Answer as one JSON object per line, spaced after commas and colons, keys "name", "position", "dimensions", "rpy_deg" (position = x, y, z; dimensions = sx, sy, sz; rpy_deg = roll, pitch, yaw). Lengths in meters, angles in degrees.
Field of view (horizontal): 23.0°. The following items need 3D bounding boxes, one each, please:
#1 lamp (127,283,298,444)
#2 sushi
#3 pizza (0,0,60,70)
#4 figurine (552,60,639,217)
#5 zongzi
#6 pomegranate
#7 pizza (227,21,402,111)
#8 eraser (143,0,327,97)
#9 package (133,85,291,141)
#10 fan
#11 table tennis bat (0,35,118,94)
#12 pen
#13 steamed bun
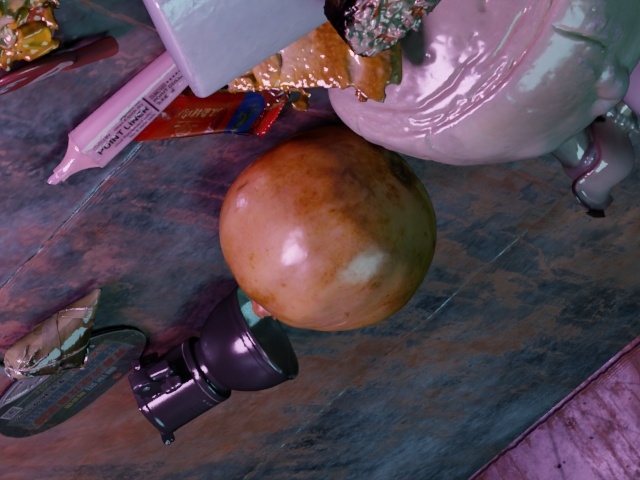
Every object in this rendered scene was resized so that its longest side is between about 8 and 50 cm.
{"name": "lamp", "position": [-0.165, 0.175, 2.091], "dimensions": [0.227, 0.147, 0.172], "rpy_deg": [-32, 158, 12]}
{"name": "sushi", "position": [0.066, -0.239, 1.418], "dimensions": [0.150, 0.078, 0.090], "rpy_deg": [-47, 147, 22]}
{"name": "pizza", "position": [-0.277, -0.186, 1.341], "dimensions": [0.182, 0.062, 0.161], "rpy_deg": [-46, 160, 21]}
{"name": "figurine", "position": [0.454, -0.213, 2.064], "dimensions": [0.361, 0.211, 0.253], "rpy_deg": [-41, 167, 30]}
{"name": "zongzi", "position": [-0.317, 0.108, 1.855], "dimensions": [0.109, 0.055, 0.119], "rpy_deg": [-11, 135, -40]}
{"name": "pomegranate", "position": [0.000, 0.000, 1.848], "dimensions": [0.270, 0.229, 0.252], "rpy_deg": [-41, 155, 28]}
{"name": "pizza", "position": [-0.010, -0.194, 1.635], "dimensions": [0.194, 0.154, 0.069], "rpy_deg": [-21, -179, 20]}
{"name": "eraser", "position": [-0.024, -0.267, 1.468], "dimensions": [0.290, 0.104, 0.189], "rpy_deg": [-32, 159, -5]}
{"name": "package", "position": [-0.116, -0.139, 1.688], "dimensions": [0.200, 0.022, 0.083], "rpy_deg": [-6, 143, -45]}
{"name": "fan", "position": [-0.358, 0.191, 2.003], "dimensions": [0.294, 0.012, 0.223], "rpy_deg": [-10, 148, -44]}
{"name": "table tennis bat", "position": [-0.250, -0.159, 1.444], "dimensions": [0.154, 0.019, 0.098], "rpy_deg": [-27, -175, -41]}
{"name": "pen", "position": [-0.203, -0.122, 1.585], "dimensions": [0.197, 0.032, 0.053], "rpy_deg": [-41, 139, 10]}
{"name": "steamed bun", "position": [0.202, -0.217, 1.694], "dimensions": [0.247, 0.236, 0.383], "rpy_deg": [2, 137, -52]}
